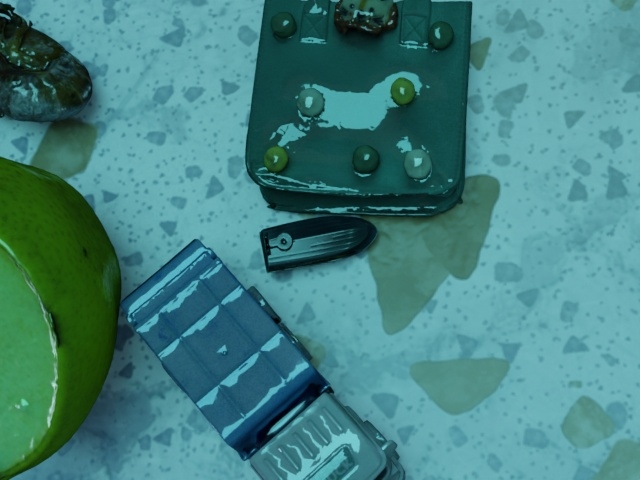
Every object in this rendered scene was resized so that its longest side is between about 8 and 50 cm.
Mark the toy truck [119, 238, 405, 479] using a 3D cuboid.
[{"bbox_3d":[-0.073,0.157,1.044,0.146,0.175,0.367,-42,69,-6],"label":"toy truck"}]

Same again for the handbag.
[{"bbox_3d":[0.044,-0.171,1.152,0.269,0.100,0.274,4,78,9],"label":"handbag"}]

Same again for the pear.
[{"bbox_3d":[-0.335,0.039,1.052,0.238,0.318,0.342,-35,96,15],"label":"pear"}]

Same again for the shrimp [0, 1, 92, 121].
[{"bbox_3d":[-0.447,-0.239,1.228,0.343,0.116,0.145,27,58,16],"label":"shrimp"}]

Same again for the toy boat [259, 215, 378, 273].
[{"bbox_3d":[0.000,0.000,1.141,0.141,0.060,0.055,-11,75,-2],"label":"toy boat"}]
